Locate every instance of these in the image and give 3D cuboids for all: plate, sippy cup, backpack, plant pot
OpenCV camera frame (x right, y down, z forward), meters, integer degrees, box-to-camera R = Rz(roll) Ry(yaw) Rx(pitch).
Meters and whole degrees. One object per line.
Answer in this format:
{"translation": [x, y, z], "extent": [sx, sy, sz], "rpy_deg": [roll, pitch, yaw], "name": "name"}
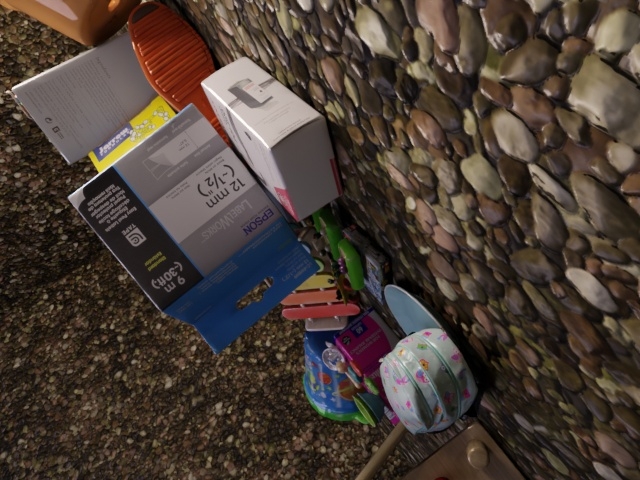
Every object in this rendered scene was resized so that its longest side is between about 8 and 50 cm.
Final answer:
{"translation": [0.170, 0.141, 0.728], "extent": [0.188, 0.024, 0.188], "rpy_deg": [51, 168, 15], "name": "plate"}
{"translation": [0.055, 0.313, 1.210], "extent": [0.305, 0.240, 0.224], "rpy_deg": [13, 134, 27], "name": "sippy cup"}
{"translation": [0.148, 0.197, 0.635], "extent": [0.152, 0.115, 0.182], "rpy_deg": [52, 165, 23], "name": "backpack"}
{"translation": [-0.466, -0.517, 0.860], "extent": [0.203, 0.291, 0.291], "rpy_deg": [40, 171, -13], "name": "plant pot"}

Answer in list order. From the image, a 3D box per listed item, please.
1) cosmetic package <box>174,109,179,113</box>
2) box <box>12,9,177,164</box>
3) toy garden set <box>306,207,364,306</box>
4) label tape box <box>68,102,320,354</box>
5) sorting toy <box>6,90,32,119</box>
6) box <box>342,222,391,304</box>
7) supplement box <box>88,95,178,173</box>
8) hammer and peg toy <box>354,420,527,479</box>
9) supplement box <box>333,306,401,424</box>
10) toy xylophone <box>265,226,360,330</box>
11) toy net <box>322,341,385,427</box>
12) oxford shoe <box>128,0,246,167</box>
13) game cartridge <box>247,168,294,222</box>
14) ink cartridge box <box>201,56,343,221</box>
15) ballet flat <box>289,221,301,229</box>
{"translation": [-0.378, -0.251, 1.214], "extent": [0.138, 0.224, 0.225], "rpy_deg": [2, 135, 33], "name": "cosmetic package"}
{"translation": [-0.444, -0.340, 1.004], "extent": [0.215, 0.345, 0.168], "rpy_deg": [35, 156, 57], "name": "box"}
{"translation": [0.000, 0.000, 0.850], "extent": [0.244, 0.049, 0.204], "rpy_deg": [58, 171, 32], "name": "toy garden set"}
{"translation": [-0.195, -0.010, 0.774], "extent": [0.348, 0.249, 0.115], "rpy_deg": [51, 175, 0], "name": "label tape box"}
{"translation": [-0.593, -0.271, 0.910], "extent": [0.083, 0.012, 0.062], "rpy_deg": [31, 157, 53], "name": "sorting toy"}
{"translation": [0.083, 0.043, 0.784], "extent": [0.094, 0.027, 0.137], "rpy_deg": [48, 166, 32], "name": "box"}
{"translation": [-0.289, -0.104, 1.026], "extent": [0.195, 0.194, 0.356], "rpy_deg": [47, 177, 31], "name": "supplement box"}
{"translation": [0.226, 0.462, 0.821], "extent": [0.361, 0.266, 0.127], "rpy_deg": [50, -175, 16], "name": "hammer and peg toy"}
{"translation": [0.137, 0.272, 0.998], "extent": [0.220, 0.111, 0.114], "rpy_deg": [49, 165, 20], "name": "supplement box"}
{"translation": [-0.055, 0.092, 1.082], "extent": [0.323, 0.236, 0.081], "rpy_deg": [56, -146, -31], "name": "toy xylophone"}
{"translation": [0.053, 0.279, 0.962], "extent": [0.232, 0.045, 0.122], "rpy_deg": [36, 156, 52], "name": "toy net"}
{"translation": [-0.250, -0.296, 0.924], "extent": [0.364, 0.130, 0.133], "rpy_deg": [57, 174, -9], "name": "oxford shoe"}
{"translation": [-0.164, -0.144, 1.170], "extent": [0.297, 0.062, 0.198], "rpy_deg": [35, 153, 57], "name": "game cartridge"}
{"translation": [-0.074, -0.156, 0.699], "extent": [0.218, 0.092, 0.158], "rpy_deg": [48, 166, 36], "name": "ink cartridge box"}
{"translation": [-0.040, 0.033, 1.156], "extent": [0.188, 0.070, 0.070], "rpy_deg": [61, 167, -14], "name": "ballet flat"}
